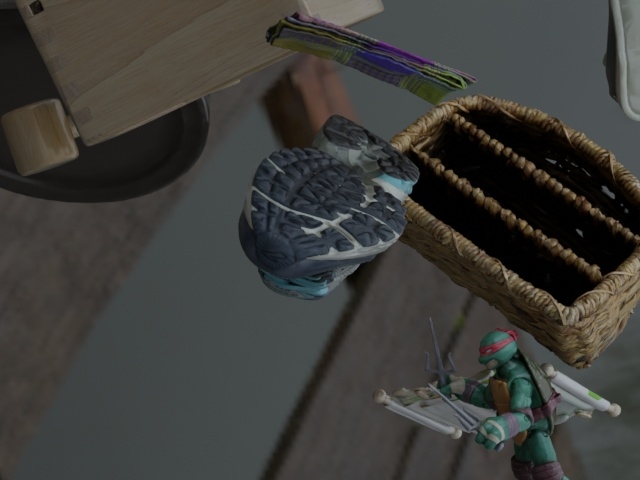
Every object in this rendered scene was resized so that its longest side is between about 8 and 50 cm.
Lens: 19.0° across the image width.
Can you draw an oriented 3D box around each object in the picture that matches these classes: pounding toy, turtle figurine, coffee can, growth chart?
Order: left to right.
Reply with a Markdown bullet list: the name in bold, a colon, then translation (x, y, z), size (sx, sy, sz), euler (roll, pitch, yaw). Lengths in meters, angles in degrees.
- **coffee can**: translation (-0.156, -0.194, 1.286), size (0.201, 0.201, 0.275), euler (49, 38, -45)
- **pounding toy**: translation (-0.084, -0.111, 0.952), size (0.094, 0.206, 0.181), euler (65, 19, -5)
- **growth chart**: translation (0.192, 0.181, 2.141), size (0.172, 0.237, 0.021), euler (36, 51, -46)
- **turtle figurine**: translation (0.190, 0.179, 1.946), size (0.175, 0.118, 0.234), euler (-101, 166, -83)

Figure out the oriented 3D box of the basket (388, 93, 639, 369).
- **basket**: translation (0.228, -0.037, 2.086), size (0.299, 0.213, 0.223), euler (37, -6, 21)

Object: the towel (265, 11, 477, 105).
- **towel**: translation (0.018, -0.074, 0.788), size (0.060, 0.083, 0.009), euler (172, -63, -78)

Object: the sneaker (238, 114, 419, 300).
- **sneaker**: translation (0.000, 0.000, 1.424), size (0.110, 0.122, 0.283), euler (31, 18, 7)

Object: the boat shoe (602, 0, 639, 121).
- **boat shoe**: translation (0.365, -0.287, 2.160), size (0.099, 0.116, 0.319), euler (-110, -167, -49)
